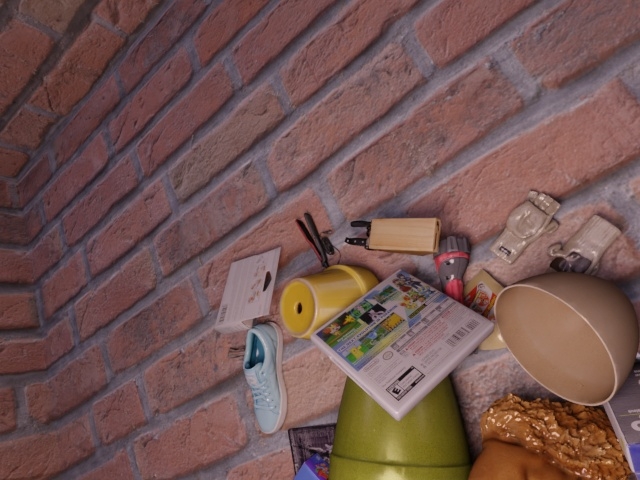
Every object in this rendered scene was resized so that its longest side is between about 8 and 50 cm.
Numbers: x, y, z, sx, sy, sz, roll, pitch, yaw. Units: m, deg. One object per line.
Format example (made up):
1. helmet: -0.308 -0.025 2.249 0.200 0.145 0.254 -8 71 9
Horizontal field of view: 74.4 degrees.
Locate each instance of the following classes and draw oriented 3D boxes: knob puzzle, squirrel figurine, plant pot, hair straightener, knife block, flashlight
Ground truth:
1. knob puzzle: 0.439 0.202 1.113 0.213 0.029 0.214 -16 65 39
2. squirrel figurine: 0.514 0.506 0.841 0.370 0.281 0.398 -5 54 38
3. plant pot: 0.020 0.193 1.226 0.253 0.238 0.255 -9 78 47
4. hair straightener: 0.000 0.000 1.409 0.089 0.047 0.231 -38 66 22
5. plant pot: 0.563 0.181 0.925 0.190 0.284 0.284 -26 64 -17
6. knife block: 0.191 -0.014 1.191 0.241 0.276 0.088 6 86 2
7. plant pot: 0.198 0.435 1.078 0.365 0.366 0.354 -10 66 29
8. flashlight: 0.360 0.145 1.114 0.103 0.103 0.305 -17 64 36

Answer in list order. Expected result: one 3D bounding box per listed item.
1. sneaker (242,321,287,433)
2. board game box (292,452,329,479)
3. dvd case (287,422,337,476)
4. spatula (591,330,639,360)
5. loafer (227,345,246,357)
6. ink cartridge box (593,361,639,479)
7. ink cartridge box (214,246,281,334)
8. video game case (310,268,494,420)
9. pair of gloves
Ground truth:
1. sneaker: -0.206 0.460 1.406 0.135 0.150 0.367 -13 76 30
2. board game box: -0.031 0.869 1.270 0.233 0.078 0.347 37 104 27
3. dvd case: 0.002 0.670 1.328 0.221 0.018 0.165 -20 73 28
4. spatula: 0.708 0.322 0.952 0.242 0.019 0.168 37 101 30
5. loafer: -0.290 0.401 1.530 0.125 0.045 0.039 -19 67 31
6. ink cartridge box: 0.715 0.331 0.775 0.303 0.307 0.072 -15 105 22
7. ink cartridge box: -0.234 0.171 1.452 0.238 0.060 0.275 -17 46 27
8. video game case: 0.190 0.223 1.015 0.328 0.036 0.299 -32 40 -24
9. pair of gloves: 0.582 0.003 1.062 0.240 0.042 0.204 35 105 32
